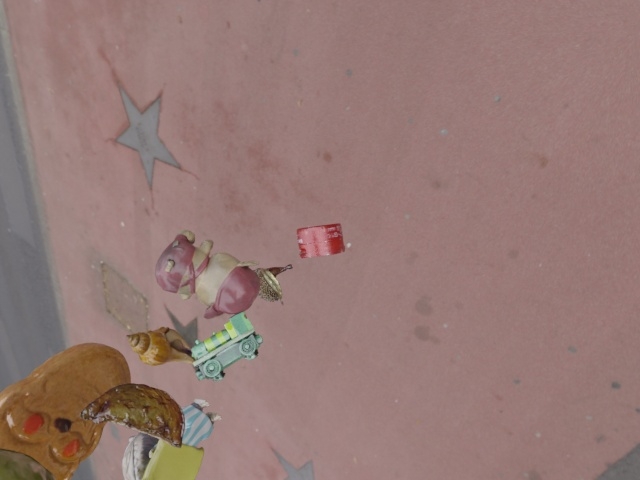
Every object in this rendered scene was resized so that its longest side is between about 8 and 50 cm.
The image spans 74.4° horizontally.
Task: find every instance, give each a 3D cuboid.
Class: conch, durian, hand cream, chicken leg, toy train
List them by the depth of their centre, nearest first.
[{"bbox_3d":[-0.265,0.299,1.173,0.132,0.200,0.083,56,163,19],"label":"toy train"},{"bbox_3d":[-0.459,0.325,1.245,0.330,0.093,0.109,61,-172,-58],"label":"conch"},{"bbox_3d":[0.000,0.000,1.720,0.193,0.193,0.125,-8,90,40],"label":"hand cream"},{"bbox_3d":[-0.219,0.201,1.728,0.091,0.148,0.188,-39,99,6],"label":"durian"},{"bbox_3d":[-0.225,0.141,1.833,0.090,0.219,0.048,-28,73,48],"label":"chicken leg"}]

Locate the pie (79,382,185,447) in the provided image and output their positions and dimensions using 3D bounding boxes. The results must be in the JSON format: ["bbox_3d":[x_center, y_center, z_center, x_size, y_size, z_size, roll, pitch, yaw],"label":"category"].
[{"bbox_3d":[-0.318,0.301,0.755,0.033,0.088,0.191,-35,126,29],"label":"pie"}]

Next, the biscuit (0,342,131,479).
[{"bbox_3d":[-0.697,0.477,1.105,0.078,0.455,0.349,8,135,29],"label":"biscuit"}]

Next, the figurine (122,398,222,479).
[{"bbox_3d":[-0.652,0.797,1.681,0.378,0.361,0.266,0,129,33],"label":"figurine"}]

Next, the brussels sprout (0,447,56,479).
[{"bbox_3d":[-0.464,0.383,0.487,0.274,0.317,0.242,-44,73,30],"label":"brussels sprout"}]

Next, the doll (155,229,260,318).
[{"bbox_3d":[-0.280,0.096,1.065,0.256,0.152,0.196,24,132,-5],"label":"doll"}]
